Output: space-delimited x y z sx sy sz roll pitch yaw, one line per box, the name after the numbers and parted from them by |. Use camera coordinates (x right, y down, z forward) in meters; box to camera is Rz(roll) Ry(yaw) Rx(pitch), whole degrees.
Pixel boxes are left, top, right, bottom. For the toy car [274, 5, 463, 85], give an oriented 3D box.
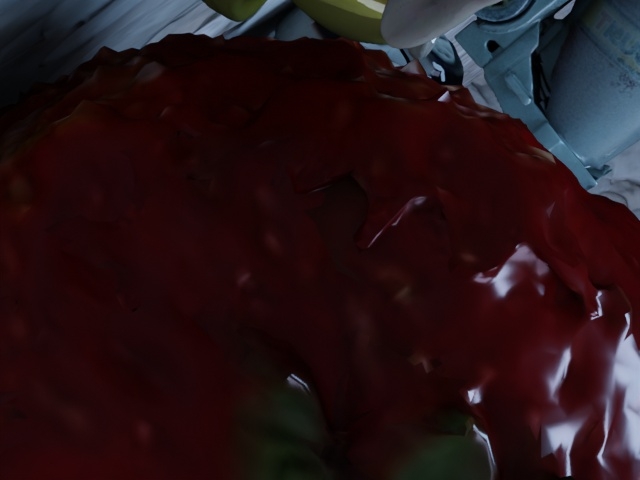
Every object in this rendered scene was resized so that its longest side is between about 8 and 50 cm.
0.000 0.000 0.838 0.172 0.158 0.235 -36 179 21 | toy car

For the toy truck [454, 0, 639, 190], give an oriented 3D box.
0.184 -0.143 1.053 0.256 0.140 0.108 -37 178 18 | toy truck

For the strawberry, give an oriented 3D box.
-0.020 0.051 0.538 0.257 0.257 0.277 -37 -149 5 | strawberry

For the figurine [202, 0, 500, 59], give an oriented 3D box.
0.011 -0.076 0.404 0.083 0.083 0.187 -36 -175 -1 | figurine
